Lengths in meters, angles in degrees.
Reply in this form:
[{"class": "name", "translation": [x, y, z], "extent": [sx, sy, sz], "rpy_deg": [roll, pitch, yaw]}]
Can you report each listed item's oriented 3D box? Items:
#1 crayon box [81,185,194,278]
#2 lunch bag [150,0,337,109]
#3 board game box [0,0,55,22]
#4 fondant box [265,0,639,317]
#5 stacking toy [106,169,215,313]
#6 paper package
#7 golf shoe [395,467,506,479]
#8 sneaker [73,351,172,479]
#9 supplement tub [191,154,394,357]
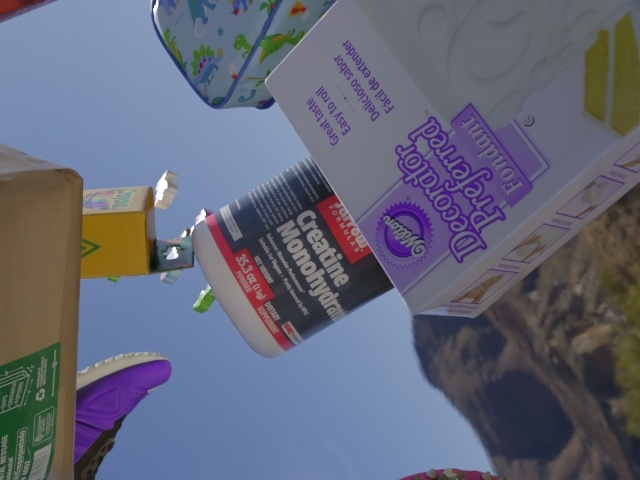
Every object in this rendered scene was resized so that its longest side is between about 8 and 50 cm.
[{"class": "crayon box", "translation": [-0.317, -0.009, 1.325], "extent": [0.202, 0.318, 0.081], "rpy_deg": [-123, 30, -77]}, {"class": "lunch bag", "translation": [-0.068, -0.248, 1.011], "extent": [0.090, 0.219, 0.176], "rpy_deg": [-9, -127, -45]}, {"class": "board game box", "translation": [-0.216, -0.207, 0.420], "extent": [0.145, 0.027, 0.281], "rpy_deg": [-37, -75, -41]}, {"class": "fondant box", "translation": [0.142, -0.134, 0.772], "extent": [0.096, 0.330, 0.238], "rpy_deg": [5, -132, -53]}, {"class": "stacking toy", "translation": [-0.191, 0.013, 1.537], "extent": [0.167, 0.221, 0.052], "rpy_deg": [23, -146, -23]}, {"class": "paper package", "translation": [-0.376, 0.062, 0.970], "extent": [0.168, 0.309, 0.325], "rpy_deg": [-21, -55, -54]}, {"class": "golf shoe", "translation": [0.164, 0.271, 0.858], "extent": [0.306, 0.140, 0.115], "rpy_deg": [15, -149, -18]}, {"class": "sneaker", "translation": [-0.292, 0.238, 1.253], "extent": [0.102, 0.293, 0.146], "rpy_deg": [-29, 86, 59]}, {"class": "supplement tub", "translation": [0.000, 0.000, 1.290], "extent": [0.191, 0.272, 0.191], "rpy_deg": [59, -179, -1]}]
